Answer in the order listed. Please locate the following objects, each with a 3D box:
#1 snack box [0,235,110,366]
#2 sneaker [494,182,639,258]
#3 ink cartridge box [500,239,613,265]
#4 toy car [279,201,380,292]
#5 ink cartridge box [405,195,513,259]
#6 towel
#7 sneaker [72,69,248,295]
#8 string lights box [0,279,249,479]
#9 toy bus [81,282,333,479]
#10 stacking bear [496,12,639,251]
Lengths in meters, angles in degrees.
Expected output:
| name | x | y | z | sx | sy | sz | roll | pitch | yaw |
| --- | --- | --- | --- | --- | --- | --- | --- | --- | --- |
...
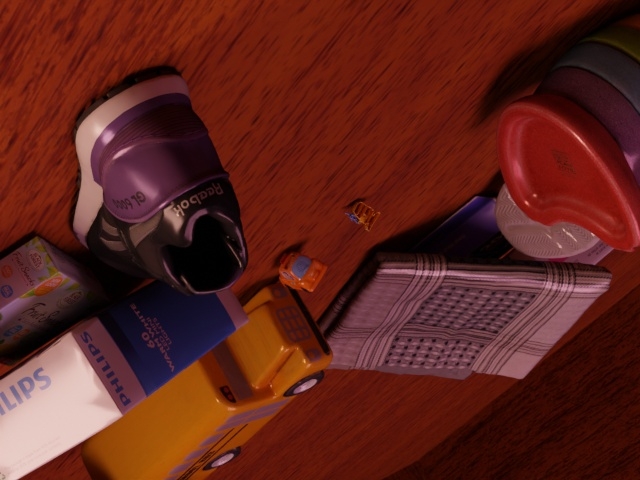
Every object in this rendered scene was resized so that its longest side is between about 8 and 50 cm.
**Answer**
| name | x | y | z | sx | sy | sz | roll | pitch | yaw |
| --- | --- | --- | --- | --- | --- | --- | --- | --- | --- |
| snack box | -0.229 | 0.050 | 1.104 | 0.100 | 0.037 | 0.141 | -34 | 167 | 0 |
| sneaker | 0.346 | -0.098 | 1.655 | 0.180 | 0.125 | 0.321 | -36 | 178 | -43 |
| ink cartridge box | 0.318 | 0.026 | 1.987 | 0.234 | 0.088 | 0.193 | -35 | 175 | -27 |
| toy car | 0.000 | 0.000 | 1.469 | 0.040 | 0.060 | 0.122 | 40 | 90 | -30 |
| ink cartridge box | 0.178 | 0.015 | 1.837 | 0.206 | 0.045 | 0.208 | -40 | 163 | 26 |
| towel | 0.162 | 0.108 | 1.815 | 0.312 | 0.056 | 0.324 | 4 | 153 | -18 |
| sneaker | -0.109 | -0.001 | 1.023 | 0.107 | 0.124 | 0.283 | -30 | 165 | -11 |
| string lights box | -0.172 | 0.098 | 1.167 | 0.133 | 0.077 | 0.259 | -31 | -178 | 22 |
| toy bus | -0.130 | 0.179 | 1.587 | 0.130 | 0.108 | 0.333 | -10 | 154 | -44 |
| stacking bear | 0.326 | -0.150 | 1.408 | 0.289 | 0.175 | 0.164 | -40 | 124 | -20 |
